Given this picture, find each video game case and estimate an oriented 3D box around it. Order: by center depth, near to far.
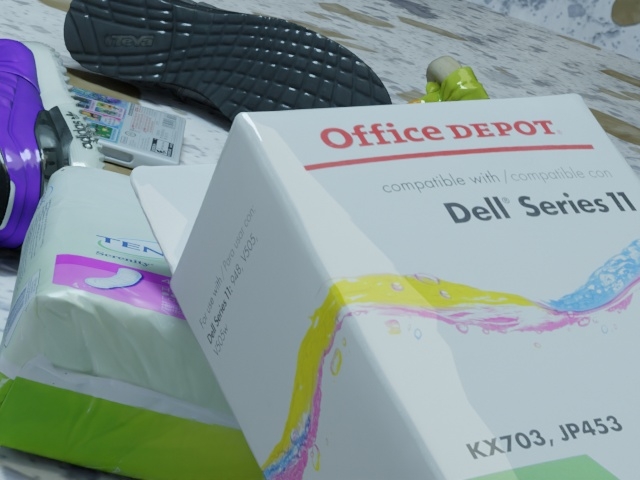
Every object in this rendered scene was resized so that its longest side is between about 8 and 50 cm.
[{"bbox_3d":[-0.186,-0.097,1.532,0.143,0.019,0.157,15,16,-7],"label":"video game case"}]

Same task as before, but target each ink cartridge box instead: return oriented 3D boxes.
[{"bbox_3d":[0.070,0.045,0.842,0.207,0.119,0.353,-6,49,-31],"label":"ink cartridge box"}]

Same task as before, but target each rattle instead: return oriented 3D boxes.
[{"bbox_3d":[0.106,-0.104,1.855,0.130,0.143,0.199,48,-5,-10],"label":"rattle"}]

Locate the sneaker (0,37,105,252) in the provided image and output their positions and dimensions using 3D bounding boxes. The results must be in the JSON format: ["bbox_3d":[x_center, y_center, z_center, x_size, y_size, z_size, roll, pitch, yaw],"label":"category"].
[{"bbox_3d":[-0.250,-0.081,1.250,0.146,0.102,0.293,9,18,-25],"label":"sneaker"}]

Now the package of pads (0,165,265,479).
[{"bbox_3d":[-0.024,0.061,1.006,0.296,0.101,0.229,16,17,-10],"label":"package of pads"}]

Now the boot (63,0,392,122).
[{"bbox_3d":[-0.065,-0.176,1.776,0.338,0.118,0.222,25,11,10],"label":"boot"}]
